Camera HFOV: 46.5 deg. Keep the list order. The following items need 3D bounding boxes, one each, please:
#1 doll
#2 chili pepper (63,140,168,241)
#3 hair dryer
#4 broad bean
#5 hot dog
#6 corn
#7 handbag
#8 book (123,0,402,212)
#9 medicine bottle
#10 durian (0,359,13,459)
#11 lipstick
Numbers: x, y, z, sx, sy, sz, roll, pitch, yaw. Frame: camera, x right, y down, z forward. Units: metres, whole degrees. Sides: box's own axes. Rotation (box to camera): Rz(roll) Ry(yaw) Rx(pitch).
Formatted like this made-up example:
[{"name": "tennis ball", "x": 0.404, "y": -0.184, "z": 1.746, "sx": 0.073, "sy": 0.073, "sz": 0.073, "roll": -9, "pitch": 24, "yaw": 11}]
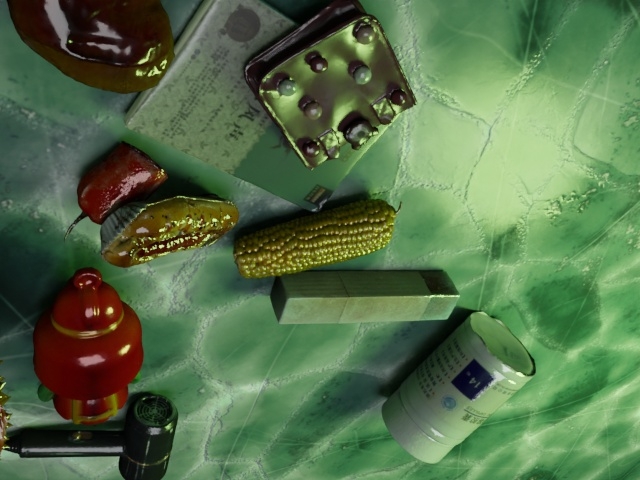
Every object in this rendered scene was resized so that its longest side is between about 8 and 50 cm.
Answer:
[{"name": "doll", "x": -0.394, "y": 0.181, "z": 1.269, "sx": 0.183, "sy": 0.160, "sz": 0.362, "roll": -3, "pitch": 131, "yaw": -18}, {"name": "chili pepper", "x": -0.323, "y": -0.065, "z": 1.124, "sx": 0.192, "sy": 0.086, "sz": 0.084, "roll": -43, "pitch": 161, "yaw": 6}, {"name": "hair dryer", "x": -0.470, "y": 0.397, "z": 1.489, "sx": 0.353, "sy": 0.107, "sz": 0.189, "roll": 5, "pitch": 126, "yaw": -19}, {"name": "broad bean", "x": -0.283, "y": -0.275, "z": 0.924, "sx": 0.229, "sy": 0.122, "sz": 0.156, "roll": 31, "pitch": 96, "yaw": -45}, {"name": "hot dog", "x": -0.227, "y": -0.021, "z": 1.158, "sx": 0.253, "sy": 0.069, "sz": 0.131, "roll": -13, "pitch": 151, "yaw": -50}, {"name": "corn", "x": 0.000, "y": 0.000, "z": 1.310, "sx": 0.311, "sy": 0.101, "sz": 0.101, "roll": -18, "pitch": 135, "yaw": -7}, {"name": "handbag", "x": 0.019, "y": -0.220, "z": 1.091, "sx": 0.203, "sy": 0.074, "sz": 0.216, "roll": -32, "pitch": 135, "yaw": 5}, {"name": "book", "x": -0.070, "y": -0.201, "z": 1.142, "sx": 0.379, "sy": 0.031, "sz": 0.264, "roll": 23, "pitch": 118, "yaw": -37}, {"name": "medicine bottle", "x": 0.303, "y": 0.337, "z": 1.683, "sx": 0.190, "sy": 0.189, "sz": 0.332, "roll": 21, "pitch": 120, "yaw": -36}, {"name": "durian", "x": -0.634, "y": 0.261, "z": 1.085, "sx": 0.348, "sy": 0.384, "sz": 0.347, "roll": -17, "pitch": 145, "yaw": -13}, {"name": "lipstick", "x": 0.091, "y": 0.110, "z": 1.464, "sx": 0.372, "sy": 0.079, "sz": 0.076, "roll": 2, "pitch": 131, "yaw": -23}]
